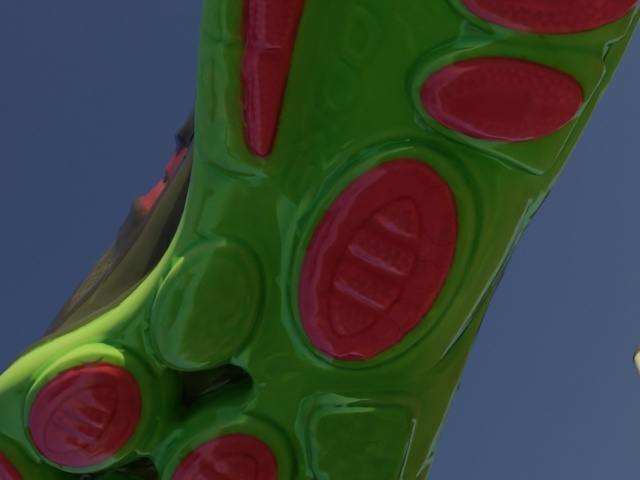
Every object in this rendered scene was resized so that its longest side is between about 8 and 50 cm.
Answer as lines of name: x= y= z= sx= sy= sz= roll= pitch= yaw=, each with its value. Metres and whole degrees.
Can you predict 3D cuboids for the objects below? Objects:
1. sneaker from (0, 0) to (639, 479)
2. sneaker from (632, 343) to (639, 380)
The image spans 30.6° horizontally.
sneaker: x=0.000 y=0.000 z=0.493 sx=0.482 sy=0.185 sz=0.202 roll=-58 pitch=-3 yaw=30
sneaker: x=0.347 y=0.186 z=0.983 sx=0.094 sy=0.091 sz=0.258 roll=-9 pitch=-108 yaw=-31
